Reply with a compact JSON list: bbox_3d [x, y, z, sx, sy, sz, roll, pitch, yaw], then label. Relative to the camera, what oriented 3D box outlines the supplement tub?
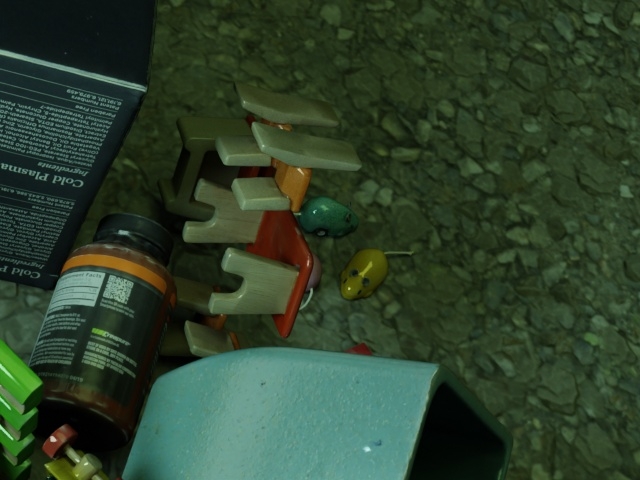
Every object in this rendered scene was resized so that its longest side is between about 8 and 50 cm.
[{"bbox_3d":[-0.186,0.076,1.570,0.106,0.106,0.198,22,60,-9],"label":"supplement tub"}]

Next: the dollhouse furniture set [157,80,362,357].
[{"bbox_3d":[-0.051,-0.014,1.624,0.135,0.262,0.259,9,28,-21],"label":"dollhouse furniture set"}]

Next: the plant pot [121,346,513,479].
[{"bbox_3d":[-0.021,0.217,1.446,0.252,0.247,0.248,12,75,24],"label":"plant pot"}]

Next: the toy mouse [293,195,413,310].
[{"bbox_3d":[0.000,0.000,1.769,0.143,0.031,0.161,42,51,7],"label":"toy mouse"}]

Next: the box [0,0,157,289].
[{"bbox_3d":[-0.264,-0.189,1.599,0.179,0.312,0.343,13,53,-16],"label":"box"}]

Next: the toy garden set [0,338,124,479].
[{"bbox_3d":[-0.243,0.162,1.416,0.204,0.244,0.049,44,65,9],"label":"toy garden set"}]

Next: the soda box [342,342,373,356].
[{"bbox_3d":[0.062,0.227,1.608,0.092,0.083,0.263,-22,68,-35],"label":"soda box"}]
